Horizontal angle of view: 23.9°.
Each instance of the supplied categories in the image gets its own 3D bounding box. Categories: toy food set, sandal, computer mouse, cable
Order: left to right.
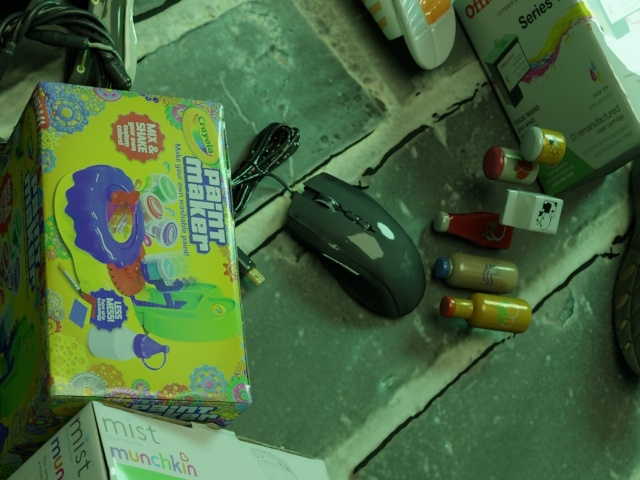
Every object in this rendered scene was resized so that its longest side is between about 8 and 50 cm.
[{"bbox_3d":[-0.289,-0.156,1.528,0.184,0.047,0.151,-27,94,-5],"label":"cable"},{"bbox_3d":[0.000,0.000,1.642,0.262,0.060,0.184,47,57,-4],"label":"computer mouse"},{"bbox_3d":[0.079,-0.326,1.792,0.102,0.076,0.265,-29,99,-48],"label":"sandal"},{"bbox_3d":[0.192,-0.020,1.706,0.104,0.111,0.232,8,99,-24],"label":"toy food set"}]

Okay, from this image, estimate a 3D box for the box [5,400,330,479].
[{"bbox_3d":[-0.146,0.266,1.280,0.262,0.231,0.127,23,37,-40],"label":"box"}]

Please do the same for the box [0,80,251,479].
[{"bbox_3d":[-0.202,0.055,1.375,0.177,0.279,0.290,5,62,-25],"label":"box"}]

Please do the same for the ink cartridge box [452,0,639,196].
[{"bbox_3d":[0.301,-0.221,1.791,0.117,0.201,0.278,-21,81,-31],"label":"ink cartridge box"}]

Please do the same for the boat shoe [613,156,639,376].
[{"bbox_3d":[0.450,0.010,1.822,0.130,0.132,0.355,22,64,-18],"label":"boat shoe"}]

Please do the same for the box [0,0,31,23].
[{"bbox_3d":[-0.374,-0.286,1.511,0.180,0.147,0.078,0,71,-27],"label":"box"}]

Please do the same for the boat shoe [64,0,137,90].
[{"bbox_3d":[-0.239,-0.263,1.608,0.068,0.081,0.228,5,72,-29],"label":"boat shoe"}]
